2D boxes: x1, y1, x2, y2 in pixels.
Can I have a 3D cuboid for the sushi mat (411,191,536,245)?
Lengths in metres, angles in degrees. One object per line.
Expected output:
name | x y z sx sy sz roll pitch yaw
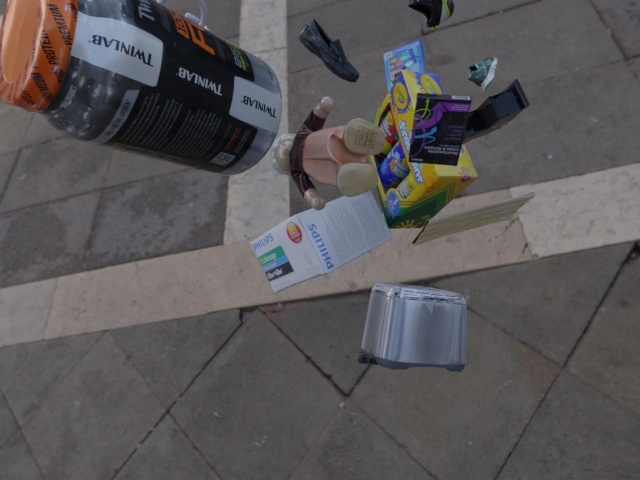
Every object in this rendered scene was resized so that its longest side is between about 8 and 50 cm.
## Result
sushi mat | 0.412 -0.057 1.190 0.317 0.151 0.019 -14 66 -10

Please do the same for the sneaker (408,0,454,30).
sneaker | 0.279 -0.698 1.218 0.097 0.084 0.234 -37 100 4

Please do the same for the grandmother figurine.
grandmother figurine | -0.011 -0.166 0.831 0.342 0.104 0.207 18 92 62

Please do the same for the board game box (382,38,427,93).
board game box | 0.343 -0.669 1.752 0.160 0.047 0.210 -10 83 30

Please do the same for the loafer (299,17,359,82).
loafer | 0.035 -0.568 1.317 0.223 0.078 0.076 42 36 -4

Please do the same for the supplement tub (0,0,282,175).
supplement tub | -0.236 -0.221 0.626 0.207 0.338 0.206 -4 83 38

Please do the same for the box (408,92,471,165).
box | 0.266 -0.248 0.993 0.116 0.162 0.029 6 41 8

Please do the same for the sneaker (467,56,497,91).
sneaker | 0.493 -0.525 1.342 0.076 0.065 0.166 25 47 0

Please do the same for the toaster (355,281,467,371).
toaster | 0.172 0.160 0.828 0.227 0.129 0.146 8 87 -19

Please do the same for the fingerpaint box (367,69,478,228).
fingerpaint box | 0.333 -0.319 1.608 0.163 0.371 0.444 -3 66 -22

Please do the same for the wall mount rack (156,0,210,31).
wall mount rack | -0.408 -0.411 0.926 0.350 0.304 0.130 -50 59 27

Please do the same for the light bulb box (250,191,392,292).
light bulb box | 0.000 0.000 1.634 0.361 0.358 0.225 -25 90 -38

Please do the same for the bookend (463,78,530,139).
bookend | 0.402 -0.309 1.096 0.157 0.156 0.072 -23 85 -5
